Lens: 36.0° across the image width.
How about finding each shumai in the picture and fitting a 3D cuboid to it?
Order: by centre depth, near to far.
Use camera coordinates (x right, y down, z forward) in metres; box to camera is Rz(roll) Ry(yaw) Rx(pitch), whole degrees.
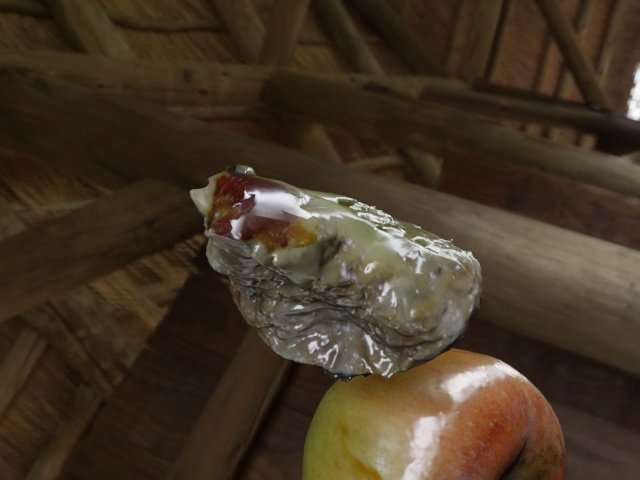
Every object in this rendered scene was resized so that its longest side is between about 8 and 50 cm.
[{"bbox_3d":[-0.001,-0.003,1.130,0.217,0.346,0.283,-55,-45,-22],"label":"shumai"}]

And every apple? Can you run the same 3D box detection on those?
[{"bbox_3d":[0.143,0.301,1.309,0.339,0.305,0.338,-9,-76,-40],"label":"apple"}]
